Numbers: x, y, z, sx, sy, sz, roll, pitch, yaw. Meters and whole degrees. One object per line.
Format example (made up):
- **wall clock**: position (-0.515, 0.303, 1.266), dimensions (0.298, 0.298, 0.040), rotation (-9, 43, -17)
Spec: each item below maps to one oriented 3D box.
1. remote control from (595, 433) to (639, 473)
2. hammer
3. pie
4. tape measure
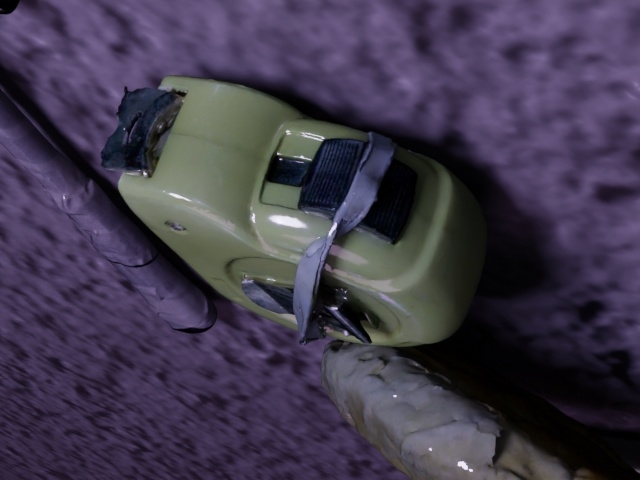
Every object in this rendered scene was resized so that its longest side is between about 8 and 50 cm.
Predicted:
- **remote control**: position (0.234, 0.175, 1.015), dimensions (0.309, 0.038, 0.090), rotation (5, 152, 30)
- **hammer**: position (-0.175, -0.046, 0.854), dimensions (0.152, 0.044, 0.427), rotation (6, 154, 25)
- **pie**: position (0.126, 0.135, 0.834), dimensions (0.306, 0.071, 0.306), rotation (30, -174, -3)
- **tape measure**: position (0.000, 0.000, 0.735), dimensions (0.175, 0.106, 0.200), rotation (11, 157, 25)
